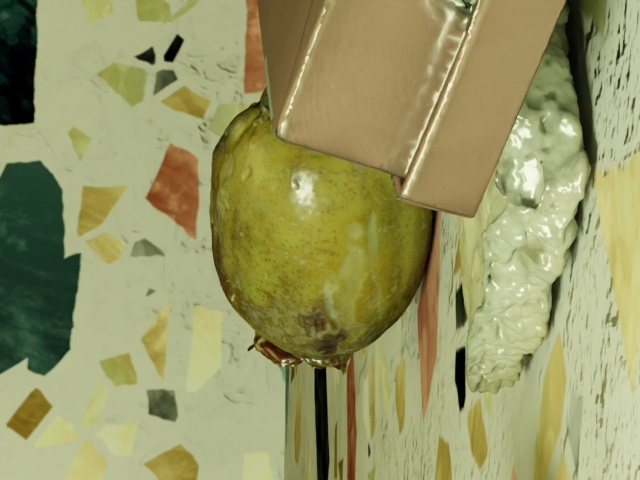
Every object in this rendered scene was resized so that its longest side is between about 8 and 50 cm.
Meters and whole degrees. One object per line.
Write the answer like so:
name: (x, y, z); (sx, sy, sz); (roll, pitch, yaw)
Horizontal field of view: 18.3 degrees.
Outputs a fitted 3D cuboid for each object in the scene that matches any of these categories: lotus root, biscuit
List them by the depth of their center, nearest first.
biscuit: (0.086, -0.050, 0.889); (0.188, 0.040, 0.265); (-100, 12, -73)
lotus root: (0.002, 0.001, 1.302); (0.278, 0.154, 0.154); (97, 172, -47)

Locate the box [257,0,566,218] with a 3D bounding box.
box: (0.046, -0.151, 0.795); (0.215, 0.086, 0.215); (-97, 26, -62)
